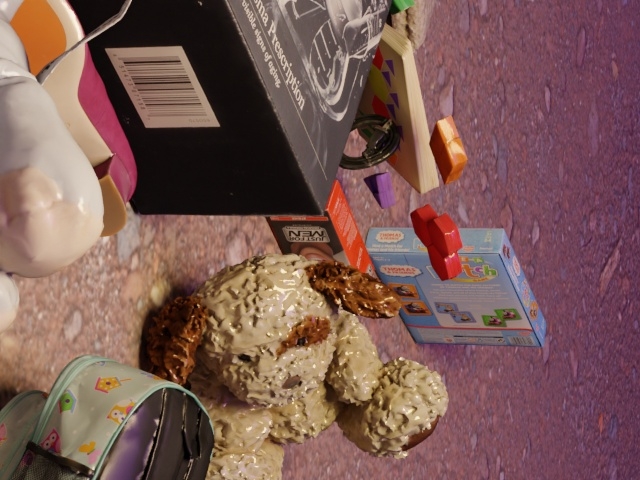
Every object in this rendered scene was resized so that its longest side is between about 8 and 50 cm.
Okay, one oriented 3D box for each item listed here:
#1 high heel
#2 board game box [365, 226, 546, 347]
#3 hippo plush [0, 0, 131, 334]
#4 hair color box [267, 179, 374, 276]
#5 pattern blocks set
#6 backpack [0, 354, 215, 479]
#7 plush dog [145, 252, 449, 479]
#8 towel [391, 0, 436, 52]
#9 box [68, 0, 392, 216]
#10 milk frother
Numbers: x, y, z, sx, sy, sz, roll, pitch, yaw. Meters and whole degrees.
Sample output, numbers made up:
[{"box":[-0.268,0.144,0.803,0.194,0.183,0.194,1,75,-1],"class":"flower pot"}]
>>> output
[{"box":[-0.202,-0.126,1.496,0.117,0.082,0.244,-106,171,-64],"class":"high heel"},{"box":[0.158,0.055,2.224,0.211,0.160,0.039,59,38,-53],"class":"board game box"},{"box":[-0.260,-0.085,1.106,0.294,0.234,0.236,-53,136,-5],"class":"hippo plush"},{"box":[0.000,0.000,1.958,0.141,0.072,0.043,65,33,-46],"class":"hair color box"},{"box":[0.068,-0.142,1.915,0.026,0.285,0.325,-24,139,-16],"class":"pattern blocks set"},{"box":[-0.171,0.181,1.450,0.188,0.144,0.166,-57,147,-12],"class":"backpack"},{"box":[-0.037,0.096,1.736,0.225,0.262,0.210,77,-8,-52],"class":"plush dog"},{"box":[0.107,-0.367,2.172,0.282,0.049,0.187,82,21,-53],"class":"towel"},{"box":[-0.085,-0.244,1.603,0.343,0.179,0.312,65,33,-47],"class":"box"},{"box":[0.000,-0.145,1.856,0.135,0.143,0.129,40,62,-65],"class":"milk frother"}]
